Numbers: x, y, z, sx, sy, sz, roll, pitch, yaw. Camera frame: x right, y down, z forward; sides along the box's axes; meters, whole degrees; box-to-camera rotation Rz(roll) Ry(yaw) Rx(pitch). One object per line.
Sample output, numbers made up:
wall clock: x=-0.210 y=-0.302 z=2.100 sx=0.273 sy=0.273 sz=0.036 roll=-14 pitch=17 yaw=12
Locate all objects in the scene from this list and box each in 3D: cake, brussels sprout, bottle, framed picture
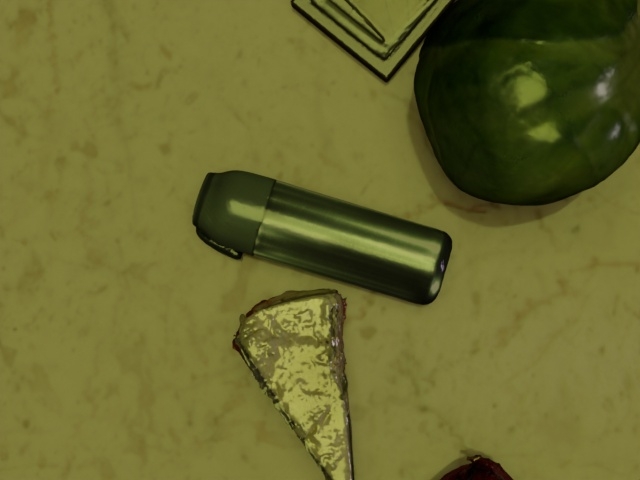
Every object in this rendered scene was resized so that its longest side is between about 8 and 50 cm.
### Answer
cake: x=-0.027 y=0.157 z=1.604 sx=0.117 sy=0.086 sz=0.220 roll=-3 pitch=86 yaw=1
brussels sprout: x=0.214 y=-0.157 z=1.562 sx=0.271 sy=0.219 sz=0.210 roll=-40 pitch=103 yaw=-20
bottle: x=0.000 y=0.000 z=1.622 sx=0.254 sy=0.079 sz=0.096 roll=17 pitch=125 yaw=1
framed picture: x=0.071 y=-0.264 z=1.661 sx=0.128 sy=0.023 sz=0.168 roll=39 pitch=88 yaw=4

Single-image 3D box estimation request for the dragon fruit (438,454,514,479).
dragon fruit: x=0.158 y=0.309 z=1.601 sx=0.161 sy=0.120 sz=0.127 roll=41 pitch=45 yaw=-20
